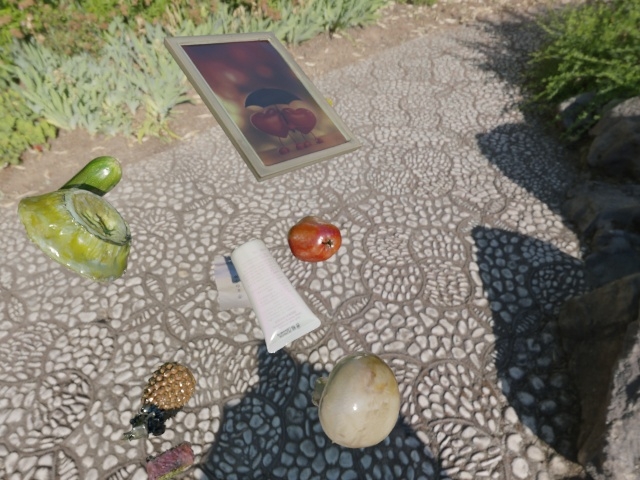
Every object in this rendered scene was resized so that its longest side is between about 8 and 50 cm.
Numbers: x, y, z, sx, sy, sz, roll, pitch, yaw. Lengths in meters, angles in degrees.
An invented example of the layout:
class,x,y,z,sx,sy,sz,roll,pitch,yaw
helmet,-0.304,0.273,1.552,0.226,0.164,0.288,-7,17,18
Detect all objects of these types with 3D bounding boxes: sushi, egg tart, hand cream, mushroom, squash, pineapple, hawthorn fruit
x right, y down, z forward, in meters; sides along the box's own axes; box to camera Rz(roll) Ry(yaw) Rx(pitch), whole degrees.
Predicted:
class,x,y,z,sx,sy,sz,roll,pitch,yaw
sushi,-0.556,0.824,1.518,0.162,0.241,0.107,-19,71,-23
egg tart,-0.390,-0.016,0.673,0.078,0.197,0.197,-41,51,7
hand cream,-0.164,0.161,1.311,0.186,0.118,0.358,-26,74,-20
mushroom,0.090,0.483,1.283,0.293,0.292,0.290,-40,24,-31
squash,-0.479,-0.096,0.808,0.229,0.066,0.066,-27,41,22
pineapple,-0.697,0.716,1.747,0.223,0.222,0.357,8,32,9
hawthorn fruit,0.000,0.000,1.257,0.204,0.162,0.163,10,41,46

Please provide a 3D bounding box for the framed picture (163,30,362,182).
class,x,y,z,sx,sy,sz,roll,pitch,yaw
framed picture,-0.089,-0.236,0.667,0.211,0.020,0.289,-25,73,-36

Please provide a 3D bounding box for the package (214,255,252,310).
class,x,y,z,sx,sy,sz,roll,pitch,yaw
package,-0.381,0.190,1.892,0.204,0.062,0.250,-6,90,0

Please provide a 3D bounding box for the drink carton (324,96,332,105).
class,x,y,z,sx,sy,sz,roll,pitch,yaw
drink carton,-0.027,-0.268,0.932,0.084,0.074,0.199,24,42,-10
